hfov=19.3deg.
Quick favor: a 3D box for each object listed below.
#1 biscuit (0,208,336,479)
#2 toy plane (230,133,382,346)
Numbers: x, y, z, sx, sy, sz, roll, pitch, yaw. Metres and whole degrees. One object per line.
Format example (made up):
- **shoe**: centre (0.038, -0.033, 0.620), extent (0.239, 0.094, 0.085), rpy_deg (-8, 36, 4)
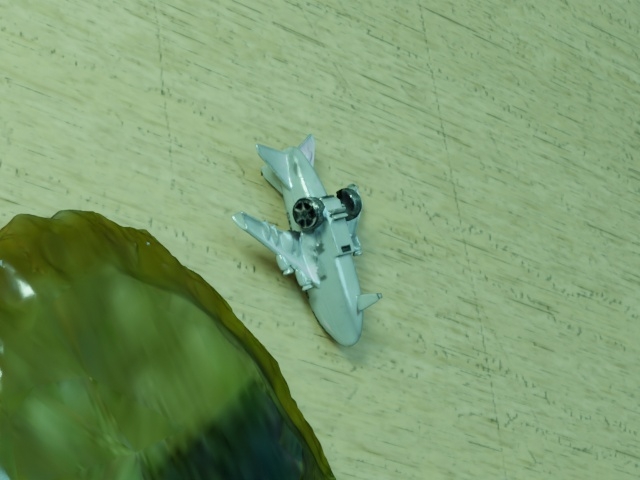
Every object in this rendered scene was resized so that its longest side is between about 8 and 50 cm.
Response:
- **biscuit**: centre (-0.140, 0.143, 1.303), extent (0.329, 0.078, 0.335), rpy_deg (41, 48, -15)
- **toy plane**: centre (0.000, 0.000, 1.491), extent (0.162, 0.065, 0.171), rpy_deg (-15, 78, -54)
